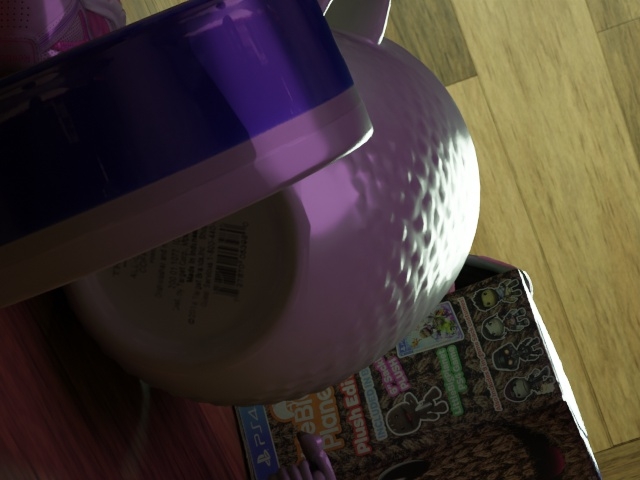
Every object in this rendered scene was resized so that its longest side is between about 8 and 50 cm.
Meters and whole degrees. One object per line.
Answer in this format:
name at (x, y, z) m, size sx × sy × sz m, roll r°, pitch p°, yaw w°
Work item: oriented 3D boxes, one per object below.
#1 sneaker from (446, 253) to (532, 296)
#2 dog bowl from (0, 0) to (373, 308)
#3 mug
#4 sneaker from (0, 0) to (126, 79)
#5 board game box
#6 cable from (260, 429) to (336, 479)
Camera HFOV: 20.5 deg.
sneaker at (0.055, 0.043, 1.676) m, size 0.131 × 0.319 × 0.112 m, roll -28°, pitch -115°, yaw 56°
dog bowl at (-0.111, -0.055, 0.960) m, size 0.265 × 0.265 × 0.104 m, roll -60°, pitch 128°, yaw -79°
mug at (-0.032, -0.063, 1.264) m, size 0.328 × 0.276 × 0.374 m, roll -28°, pitch 139°, yaw -73°
sneaker at (-0.194, -0.124, 1.191) m, size 0.252 × 0.103 × 0.111 m, roll 60°, pitch 32°, yaw -80°
board game box at (0.094, 0.181, 1.673) m, size 0.232 × 0.291 × 0.141 m, roll 56°, pitch 15°, yaw -58°
cable at (0.006, 0.304, 1.406) m, size 0.257 × 0.089 × 0.257 m, roll -116°, pitch -173°, yaw -74°
